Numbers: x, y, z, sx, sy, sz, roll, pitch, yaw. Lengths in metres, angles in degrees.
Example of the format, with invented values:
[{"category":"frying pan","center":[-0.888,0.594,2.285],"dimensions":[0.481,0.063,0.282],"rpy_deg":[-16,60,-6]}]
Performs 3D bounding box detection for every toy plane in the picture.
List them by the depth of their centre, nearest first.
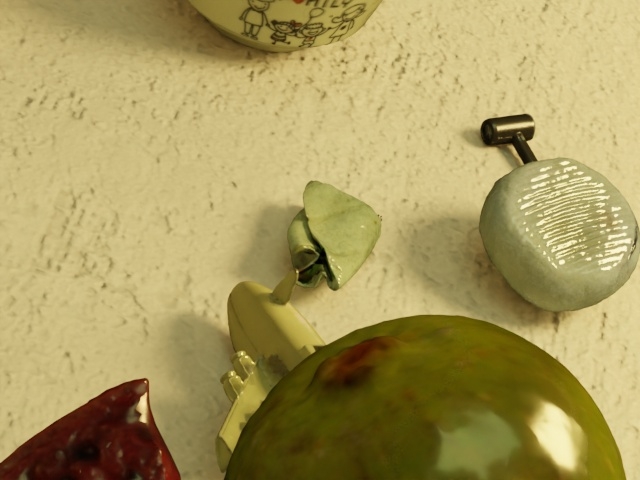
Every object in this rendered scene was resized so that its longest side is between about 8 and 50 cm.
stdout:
[{"category":"toy plane","center":[-0.001,0.114,1.384],"dimensions":[0.229,0.092,0.244],"rpy_deg":[2,46,-42]}]

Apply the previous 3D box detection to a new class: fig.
[{"category":"fig","center":[0.082,0.212,1.170],"dimensions":[0.258,0.258,0.326],"rpy_deg":[-27,100,-39]}]

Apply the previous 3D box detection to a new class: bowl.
[{"category":"bowl","center":[-0.040,-0.260,1.727],"dimensions":[0.238,0.126,0.237],"rpy_deg":[11,43,-10]}]

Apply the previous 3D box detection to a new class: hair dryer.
[{"category":"hair dryer","center":[0.182,-0.078,1.705],"dimensions":[0.047,0.026,0.083],"rpy_deg":[-10,58,-27]}]

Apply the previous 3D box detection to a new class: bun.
[{"category":"bun","center":[0.198,0.000,1.585],"dimensions":[0.141,0.083,0.140],"rpy_deg":[10,53,-13]}]

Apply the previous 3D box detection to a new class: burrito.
[{"category":"burrito","center":[0.003,0.001,1.533],"dimensions":[0.074,0.044,0.118],"rpy_deg":[27,40,3]}]

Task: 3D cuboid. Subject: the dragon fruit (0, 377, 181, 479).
[{"category":"dragon fruit","center":[-0.099,0.300,1.021],"dimensions":[0.302,0.330,0.240],"rpy_deg":[-43,42,-15]}]
